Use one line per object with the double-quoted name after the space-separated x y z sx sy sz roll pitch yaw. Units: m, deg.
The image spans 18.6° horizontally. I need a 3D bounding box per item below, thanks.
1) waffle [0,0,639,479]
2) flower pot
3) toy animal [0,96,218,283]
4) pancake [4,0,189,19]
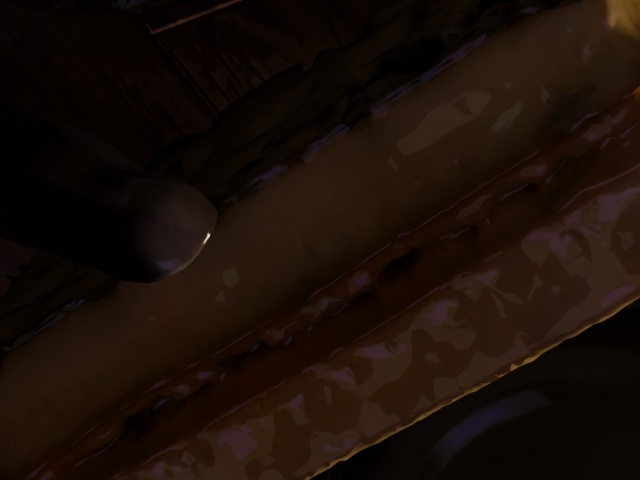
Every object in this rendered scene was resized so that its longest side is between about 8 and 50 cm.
0.000 0.000 0.766 0.376 0.261 0.114 -31 99 27 "waffle"
0.140 0.170 1.004 0.302 0.302 0.213 -21 152 20 "flower pot"
-0.234 -0.053 0.650 0.303 0.194 0.344 40 167 -22 "toy animal"
-0.063 -0.211 0.647 0.356 0.065 0.356 -4 148 -3 "pancake"
